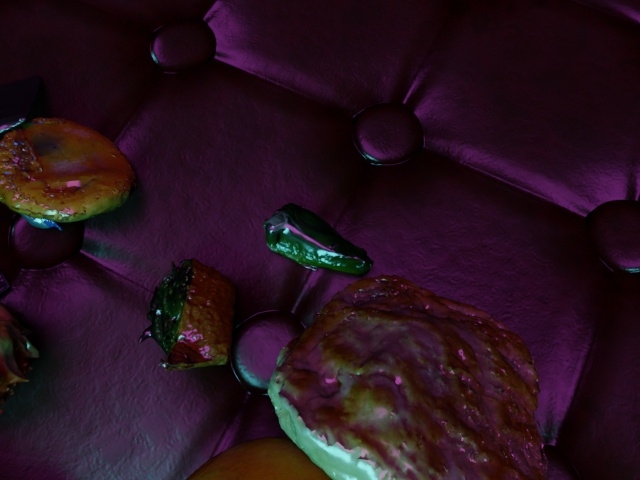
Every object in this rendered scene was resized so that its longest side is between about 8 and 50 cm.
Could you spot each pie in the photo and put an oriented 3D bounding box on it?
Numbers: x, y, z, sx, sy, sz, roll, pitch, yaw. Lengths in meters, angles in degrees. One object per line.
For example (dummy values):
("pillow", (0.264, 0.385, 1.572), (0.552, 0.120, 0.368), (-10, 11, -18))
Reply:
("pie", (-0.470, -0.130, 0.932), (0.273, 0.069, 0.273), (16, 39, -13))
("pie", (0.127, 0.217, 0.696), (0.395, 0.418, 0.180), (23, 116, 7))

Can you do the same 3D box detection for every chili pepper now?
("chili pepper", (-0.001, 0.001, 0.941), (0.216, 0.062, 0.108), (25, 73, 7))

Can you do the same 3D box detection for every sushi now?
("sushi", (-0.220, 0.143, 0.845), (0.140, 0.149, 0.287), (19, 31, -17))

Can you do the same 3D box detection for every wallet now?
("wallet", (-0.718, -0.232, 0.992), (0.323, 0.041, 0.247), (-21, 42, -5))

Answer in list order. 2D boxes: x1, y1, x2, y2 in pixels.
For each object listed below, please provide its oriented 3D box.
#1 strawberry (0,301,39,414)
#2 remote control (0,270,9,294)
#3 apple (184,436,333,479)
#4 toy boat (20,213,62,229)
("strawberry", (-0.643, 0.219, 0.786), (0.343, 0.292, 0.292), (-45, 75, 5))
("remote control", (-0.619, 0.065, 0.952), (0.039, 0.014, 0.096), (-40, 74, -12))
("apple", (-0.070, 0.454, 0.639), (0.374, 0.374, 0.384), (24, 73, 9))
("toy boat", (-0.530, -0.094, 0.966), (0.110, 0.091, 0.175), (-37, 79, -6))
